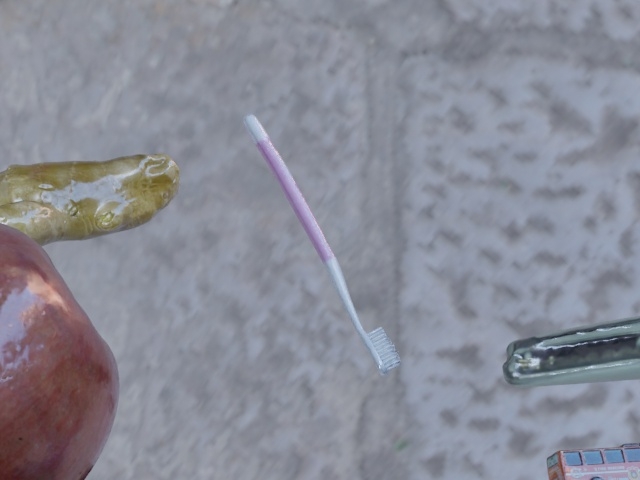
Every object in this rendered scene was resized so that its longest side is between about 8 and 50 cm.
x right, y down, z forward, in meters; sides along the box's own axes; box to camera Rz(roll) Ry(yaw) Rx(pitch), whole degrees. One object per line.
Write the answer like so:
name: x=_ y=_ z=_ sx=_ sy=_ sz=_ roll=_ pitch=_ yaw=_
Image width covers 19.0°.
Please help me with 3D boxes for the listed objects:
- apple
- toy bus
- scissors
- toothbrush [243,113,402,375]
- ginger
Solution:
apple: x=-0.162 y=0.059 z=0.891 sx=0.120 sy=0.153 sz=0.153 roll=-36 pitch=80 yaw=-5
toy bus: x=0.243 y=0.192 z=1.594 sx=0.110 sy=0.031 sz=0.043 roll=-1 pitch=67 yaw=-23
scissors: x=0.248 y=0.058 z=1.150 sx=0.289 sy=0.138 sz=0.041 roll=-10 pitch=64 yaw=21
toothbrush: x=0.000 y=0.000 z=1.808 sx=0.025 sy=0.020 sz=0.286 roll=-29 pitch=77 yaw=-3
ginger: x=-0.238 y=-0.038 z=1.795 sx=0.205 sy=0.115 sz=0.081 roll=-12 pitch=95 yaw=-31
